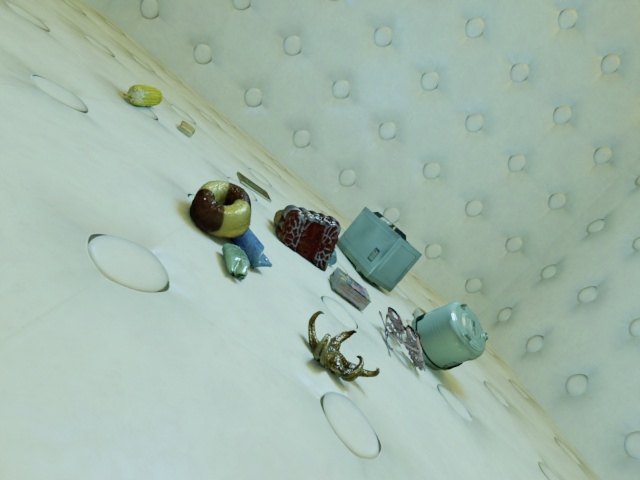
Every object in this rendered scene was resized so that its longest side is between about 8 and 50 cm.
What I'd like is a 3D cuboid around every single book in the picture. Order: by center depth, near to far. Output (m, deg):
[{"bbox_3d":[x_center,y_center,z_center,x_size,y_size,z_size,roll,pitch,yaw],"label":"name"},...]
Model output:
[{"bbox_3d":[-0.298,-0.240,1.804,0.172,0.012,0.118,34,13,-33],"label":"book"}]

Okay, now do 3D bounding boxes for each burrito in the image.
[{"bbox_3d":[-0.196,0.053,0.950,0.074,0.044,0.118,38,7,-34],"label":"burrito"}]

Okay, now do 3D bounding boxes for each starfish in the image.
[{"bbox_3d":[0.048,0.251,0.911,0.190,0.074,0.146,37,13,-17],"label":"starfish"}]

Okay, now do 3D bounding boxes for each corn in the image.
[{"bbox_3d":[-0.694,-0.573,1.589,0.081,0.081,0.248,38,11,-15],"label":"corn"}]

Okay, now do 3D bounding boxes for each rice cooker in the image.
[{"bbox_3d":[0.466,0.355,1.481,0.226,0.244,0.226,32,39,-29],"label":"rice cooker"}]

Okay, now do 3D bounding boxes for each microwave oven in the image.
[{"bbox_3d":[0.292,0.043,2.009,0.218,0.286,0.355,34,9,-35],"label":"microwave oven"}]

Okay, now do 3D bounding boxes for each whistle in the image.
[{"bbox_3d":[-0.231,-0.034,1.107,0.304,0.062,0.062,48,13,30],"label":"whistle"}]

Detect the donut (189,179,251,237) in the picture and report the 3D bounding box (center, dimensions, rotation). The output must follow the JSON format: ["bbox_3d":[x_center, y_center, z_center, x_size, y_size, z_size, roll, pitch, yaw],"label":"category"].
[{"bbox_3d":[-0.257,-0.091,1.056,0.166,0.073,0.184,17,35,-8],"label":"donut"}]

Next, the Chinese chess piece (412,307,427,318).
[{"bbox_3d":[0.518,0.389,2.000,0.122,0.051,0.122,39,12,-10],"label":"Chinese chess piece"}]

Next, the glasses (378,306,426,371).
[{"bbox_3d":[0.263,0.339,1.341,0.162,0.095,0.255,67,-7,-34],"label":"glasses"}]

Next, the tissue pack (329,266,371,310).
[{"bbox_3d":[0.104,0.173,1.432,0.148,0.060,0.108,39,12,-17],"label":"tissue pack"}]

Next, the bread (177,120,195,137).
[{"bbox_3d":[-0.581,-0.483,1.742,0.070,0.035,0.083,35,19,-27],"label":"bread"}]

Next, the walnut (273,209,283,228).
[{"bbox_3d":[-0.139,-0.073,1.532,0.096,0.082,0.079,35,40,-35],"label":"walnut"}]

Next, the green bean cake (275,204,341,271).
[{"bbox_3d":[-0.049,-0.015,1.478,0.232,0.198,0.097,19,10,-20],"label":"green bean cake"}]

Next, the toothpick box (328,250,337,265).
[{"bbox_3d":[0.042,0.066,1.655,0.052,0.052,0.083,39,12,-11],"label":"toothpick box"}]
